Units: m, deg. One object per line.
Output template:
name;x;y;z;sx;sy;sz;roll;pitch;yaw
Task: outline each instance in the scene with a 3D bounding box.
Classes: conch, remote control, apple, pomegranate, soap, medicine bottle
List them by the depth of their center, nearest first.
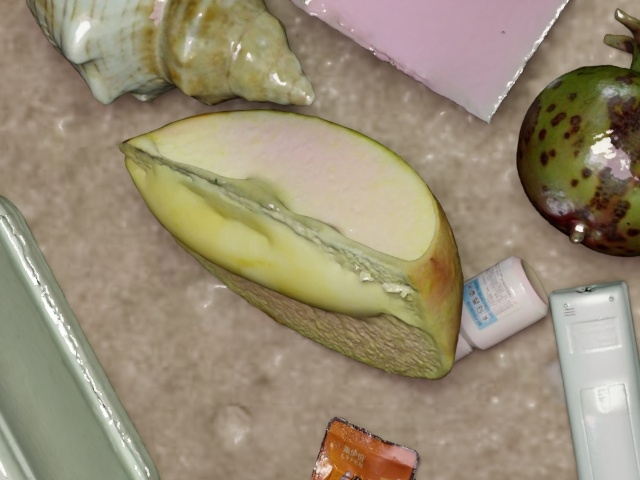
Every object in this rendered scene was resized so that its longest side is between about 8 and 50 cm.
soap;0.110;-0.239;1.174;0.181;0.081;0.259;28;101;-22
pomegranate;0.214;-0.074;1.175;0.148;0.148;0.169;17;91;9
apple;0.000;0.000;1.220;0.265;0.193;0.120;25;63;25
conch;-0.147;-0.228;1.221;0.386;0.169;0.203;45;73;1
remote control;0.211;0.114;1.243;0.061;0.029;0.162;-10;93;10
medicine bottle;0.121;0.053;1.243;0.089;0.052;0.052;-31;88;16

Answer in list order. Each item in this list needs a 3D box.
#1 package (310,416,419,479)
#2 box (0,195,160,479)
package;0.026;0.199;1.288;0.077;0.033;0.110;16;84;33
box;-0.277;0.125;1.265;0.175;0.182;0.311;-29;88;12
